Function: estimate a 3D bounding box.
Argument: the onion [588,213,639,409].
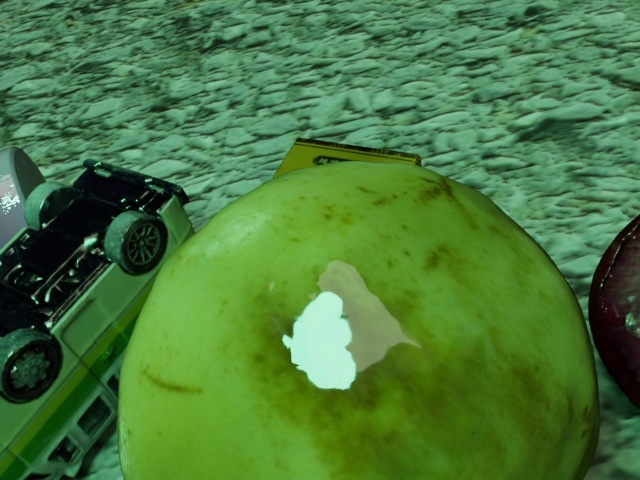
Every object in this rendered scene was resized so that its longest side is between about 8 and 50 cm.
[{"bbox_3d":[0.339,0.062,0.569,0.248,0.161,0.248,-15,40,13],"label":"onion"}]

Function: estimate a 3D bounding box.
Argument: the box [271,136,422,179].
[{"bbox_3d":[0.000,0.000,0.779,0.152,0.070,0.237,12,56,24],"label":"box"}]

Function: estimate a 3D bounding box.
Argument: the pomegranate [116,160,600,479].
[{"bbox_3d":[0.023,0.106,0.518,0.333,0.332,0.332,-8,48,9],"label":"pomegranate"}]

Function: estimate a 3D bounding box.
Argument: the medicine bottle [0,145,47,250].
[{"bbox_3d":[-0.434,0.005,0.835,0.254,0.152,0.152,-23,48,-5],"label":"medicine bottle"}]

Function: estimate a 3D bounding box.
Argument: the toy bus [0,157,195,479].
[{"bbox_3d":[-0.244,0.087,0.693,0.143,0.179,0.305,17,56,30],"label":"toy bus"}]
